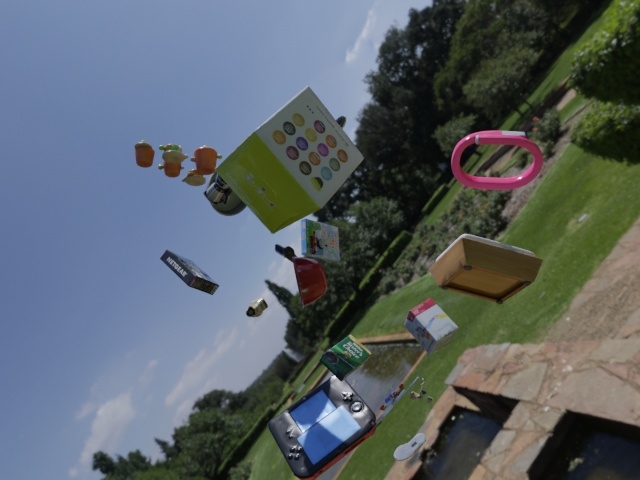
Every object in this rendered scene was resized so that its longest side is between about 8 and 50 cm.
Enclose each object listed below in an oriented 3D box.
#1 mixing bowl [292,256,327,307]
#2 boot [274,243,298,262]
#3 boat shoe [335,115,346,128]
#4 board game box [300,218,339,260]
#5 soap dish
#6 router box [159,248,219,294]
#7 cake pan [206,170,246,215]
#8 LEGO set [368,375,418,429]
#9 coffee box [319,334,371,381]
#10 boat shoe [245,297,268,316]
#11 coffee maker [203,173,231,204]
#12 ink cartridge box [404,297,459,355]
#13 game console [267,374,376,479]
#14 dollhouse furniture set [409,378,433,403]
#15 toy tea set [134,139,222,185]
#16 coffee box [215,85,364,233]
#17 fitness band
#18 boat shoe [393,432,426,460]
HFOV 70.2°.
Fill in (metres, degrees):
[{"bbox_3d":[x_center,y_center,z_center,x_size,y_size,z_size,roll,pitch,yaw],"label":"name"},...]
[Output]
[{"bbox_3d":[-0.033,0.134,1.583,0.098,0.181,0.181,-12,-13,-7],"label":"mixing bowl"},{"bbox_3d":[-0.147,0.043,1.855,0.045,0.099,0.121,-51,-32,-12],"label":"boot"},{"bbox_3d":[0.062,-0.523,2.107,0.049,0.056,0.152,5,-31,-36],"label":"boat shoe"},{"bbox_3d":[0.000,0.000,2.055,0.039,0.160,0.211,-17,-21,42],"label":"board game box"},{"bbox_3d":[0.547,0.103,1.524,0.229,0.291,0.118,118,164,-56],"label":"soap dish"},{"bbox_3d":[-0.449,0.109,1.564,0.046,0.179,0.133,-54,-31,-3],"label":"router box"},{"bbox_3d":[-0.494,-0.280,2.462,0.293,0.054,0.293,-20,-62,-42],"label":"cake pan"},{"bbox_3d":[0.213,0.523,1.467,0.182,0.060,0.244,-37,-22,-29],"label":"LEGO set"},{"bbox_3d":[0.092,0.417,1.635,0.184,0.113,0.040,-18,-39,-50],"label":"coffee box"},{"bbox_3d":[-0.280,0.289,1.892,0.072,0.068,0.190,-33,-9,-29],"label":"boat shoe"},{"bbox_3d":[-0.470,-0.283,2.219,0.178,0.120,0.171,-41,27,41],"label":"coffee maker"},{"bbox_3d":[0.465,0.365,1.920,0.127,0.176,0.128,-25,-36,-24],"label":"ink cartridge box"},{"bbox_3d":[0.005,0.754,1.872,0.386,0.342,0.060,-31,-53,-15],"label":"game console"},{"bbox_3d":[0.422,0.621,1.879,0.114,0.091,0.081,24,-92,-65],"label":"dollhouse furniture set"},{"bbox_3d":[-0.573,-0.342,1.841,0.200,0.124,0.336,-24,-27,35],"label":"toy tea set"},{"bbox_3d":[-0.116,-0.284,1.689,0.338,0.337,0.334,-23,22,51],"label":"coffee box"},{"bbox_3d":[0.596,-0.267,1.547,0.054,0.291,0.209,-72,-18,-48],"label":"fitness band"},{"bbox_3d":[0.324,0.751,1.642,0.142,0.049,0.040,-26,-40,-20],"label":"boat shoe"}]
